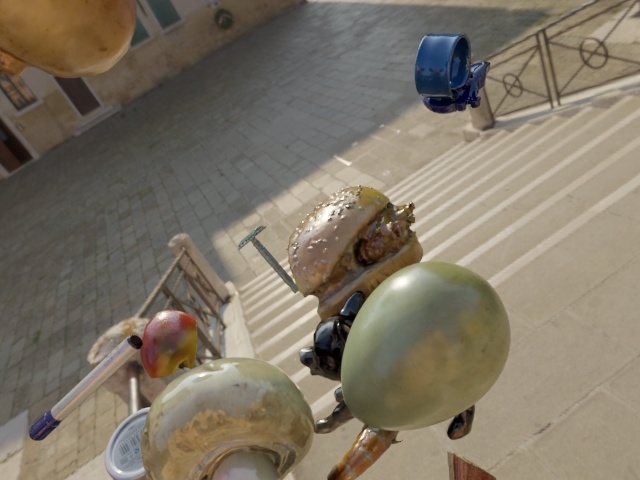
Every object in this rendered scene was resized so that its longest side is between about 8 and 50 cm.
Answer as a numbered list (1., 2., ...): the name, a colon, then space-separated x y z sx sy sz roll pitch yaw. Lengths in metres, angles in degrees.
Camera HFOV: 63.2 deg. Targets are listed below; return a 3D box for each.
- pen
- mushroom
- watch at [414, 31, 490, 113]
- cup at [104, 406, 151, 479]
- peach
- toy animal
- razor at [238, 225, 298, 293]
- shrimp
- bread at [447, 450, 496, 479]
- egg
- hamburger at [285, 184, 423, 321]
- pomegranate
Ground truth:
1. pen: -0.399 0.250 0.882 0.269 0.033 0.033 -42 27 12
2. mushroom: -0.133 0.367 0.942 0.356 0.315 0.315 25 49 7
3. watch: 0.340 -0.453 1.375 0.171 0.200 0.196 4 57 28
4. cup: -0.413 0.651 1.461 0.253 0.372 0.253 -14 42 13
5. peach: -0.316 0.212 1.088 0.151 0.118 0.151 -30 16 9
6. toy animal: 0.114 0.203 1.012 0.344 0.303 0.194 -8 9 22
7. razor: -0.145 0.069 1.589 0.068 0.232 0.106 -44 7 -40
8. shrimp: 0.100 0.359 0.952 0.248 0.068 0.150 -38 -10 -25
9. bread: 0.374 0.615 1.288 0.119 0.193 0.067 0 -2 -15
10. egg: 0.147 0.168 0.786 0.295 0.218 0.218 -52 26 14
11. hamburger: 0.109 -0.005 1.297 0.287 0.268 0.445 -34 6 24
12. pomegranate: -0.617 -0.539 1.152 0.411 0.412 0.412 -22 30 13
